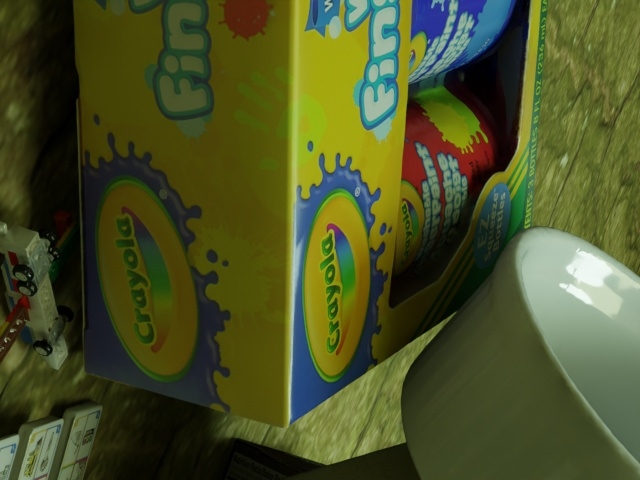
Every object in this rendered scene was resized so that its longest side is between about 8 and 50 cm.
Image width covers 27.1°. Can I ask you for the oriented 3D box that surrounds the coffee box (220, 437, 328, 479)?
[{"bbox_3d":[-0.034,0.342,1.156,0.168,0.119,0.297,26,82,-40],"label":"coffee box"}]

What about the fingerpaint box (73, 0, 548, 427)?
[{"bbox_3d":[0.016,-0.157,0.865,0.371,0.163,0.444,-25,121,-56],"label":"fingerpaint box"}]

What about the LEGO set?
[{"bbox_3d":[-0.179,0.068,0.848,0.182,0.060,0.244,-7,114,-76],"label":"LEGO set"}]

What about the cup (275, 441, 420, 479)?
[{"bbox_3d":[0.067,0.271,0.976,0.331,0.331,0.237,5,66,-65],"label":"cup"}]

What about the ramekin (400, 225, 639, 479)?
[{"bbox_3d":[0.184,0.136,0.884,0.135,0.277,0.277,-46,166,25],"label":"ramekin"}]
